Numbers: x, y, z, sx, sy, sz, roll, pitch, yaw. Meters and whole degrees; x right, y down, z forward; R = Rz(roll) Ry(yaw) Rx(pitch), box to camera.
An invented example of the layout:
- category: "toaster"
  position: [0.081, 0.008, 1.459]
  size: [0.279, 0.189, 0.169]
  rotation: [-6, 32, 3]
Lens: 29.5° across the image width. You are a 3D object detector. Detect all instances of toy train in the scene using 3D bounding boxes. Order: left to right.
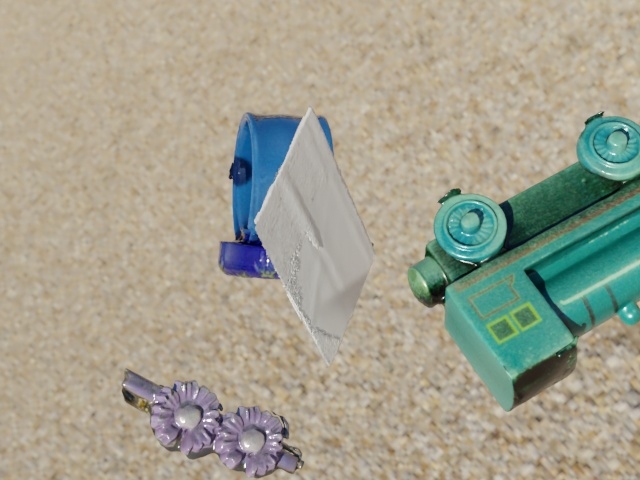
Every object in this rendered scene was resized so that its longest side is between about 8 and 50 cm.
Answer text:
- category: "toy train"
  position: [0.237, 0.013, 1.133]
  size: [0.298, 0.120, 0.194]
  rotation: [-29, 63, -10]

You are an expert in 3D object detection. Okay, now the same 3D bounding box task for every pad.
- category: "pad"
  position: [0.000, 0.000, 1.183]
  size: [0.004, 0.232, 0.156]
  rotation: [5, 53, 27]

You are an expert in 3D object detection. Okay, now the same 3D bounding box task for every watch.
- category: "watch"
  position: [-0.041, -0.051, 1.438]
  size: [0.196, 0.171, 0.200]
  rotation: [-171, 80, -68]

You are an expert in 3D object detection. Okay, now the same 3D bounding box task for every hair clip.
- category: "hair clip"
  position: [-0.153, 0.264, 1.714]
  size: [0.106, 0.292, 0.084]
  rotation: [-70, 11, -22]
